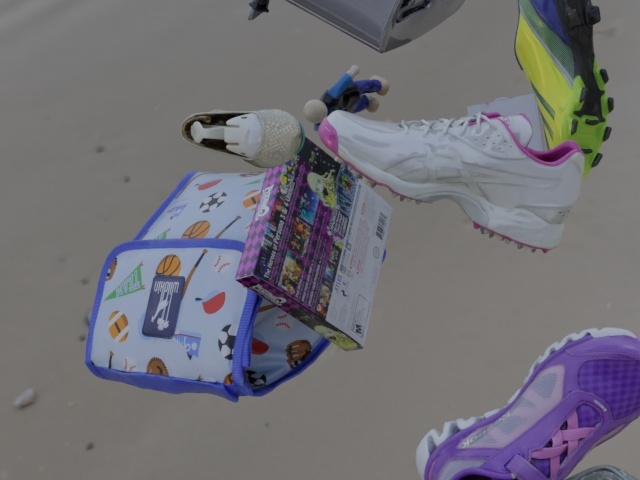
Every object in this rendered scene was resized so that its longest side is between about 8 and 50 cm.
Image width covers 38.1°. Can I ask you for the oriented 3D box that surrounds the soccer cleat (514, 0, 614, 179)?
[{"bbox_3d":[0.321,-0.222,1.261,0.093,0.289,0.121,-12,9,-36],"label":"soccer cleat"}]

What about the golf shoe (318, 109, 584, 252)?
[{"bbox_3d":[0.152,-0.099,1.038,0.306,0.140,0.115,21,22,-10],"label":"golf shoe"}]

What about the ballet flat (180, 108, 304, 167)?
[{"bbox_3d":[-0.081,-0.099,0.890,0.052,0.057,0.168,-4,8,-36],"label":"ballet flat"}]

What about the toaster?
[{"bbox_3d":[0.056,-0.240,0.690,0.110,0.185,0.168,35,39,15],"label":"toaster"}]

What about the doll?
[{"bbox_3d":[0.035,-0.224,1.478,0.046,0.129,0.189,44,39,17],"label":"doll"}]

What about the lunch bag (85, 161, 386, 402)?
[{"bbox_3d":[-0.139,0.066,1.396,0.328,0.239,0.385,0,43,37],"label":"lunch bag"}]

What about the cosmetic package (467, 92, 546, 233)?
[{"bbox_3d":[0.316,-0.132,1.550,0.127,0.107,0.238,-8,41,18],"label":"cosmetic package"}]

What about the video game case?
[{"bbox_3d":[0.000,0.000,1.237,0.042,0.210,0.232,-18,48,42],"label":"video game case"}]

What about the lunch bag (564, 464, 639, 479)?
[{"bbox_3d":[0.402,0.435,1.218,0.256,0.305,0.212,-54,37,11],"label":"lunch bag"}]

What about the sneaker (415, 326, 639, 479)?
[{"bbox_3d":[0.176,0.166,0.746,0.236,0.095,0.104,-40,10,22],"label":"sneaker"}]
